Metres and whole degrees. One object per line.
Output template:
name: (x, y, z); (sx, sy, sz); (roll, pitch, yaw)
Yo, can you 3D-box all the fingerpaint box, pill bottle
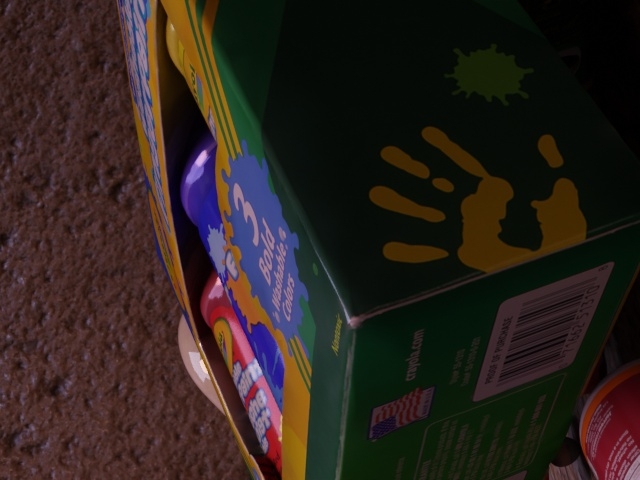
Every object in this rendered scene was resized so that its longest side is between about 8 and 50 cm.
fingerpaint box: (0.000, 0.000, 0.729); (0.445, 0.163, 0.371); (93, 155, -55)
pill bottle: (0.190, 0.126, 0.560); (0.152, 0.086, 0.086); (-104, 0, -68)

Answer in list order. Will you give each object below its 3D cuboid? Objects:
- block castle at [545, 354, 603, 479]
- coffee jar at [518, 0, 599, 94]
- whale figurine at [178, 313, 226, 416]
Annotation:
block castle: (0.116, 0.030, 1.141); (0.303, 0.213, 0.453); (94, 160, -50)
coffee jar: (0.122, -0.138, 0.686); (0.184, 0.096, 0.079); (77, 172, -60)
whale figurine: (-0.005, 0.127, 1.009); (0.272, 0.141, 0.216); (49, -169, 29)
